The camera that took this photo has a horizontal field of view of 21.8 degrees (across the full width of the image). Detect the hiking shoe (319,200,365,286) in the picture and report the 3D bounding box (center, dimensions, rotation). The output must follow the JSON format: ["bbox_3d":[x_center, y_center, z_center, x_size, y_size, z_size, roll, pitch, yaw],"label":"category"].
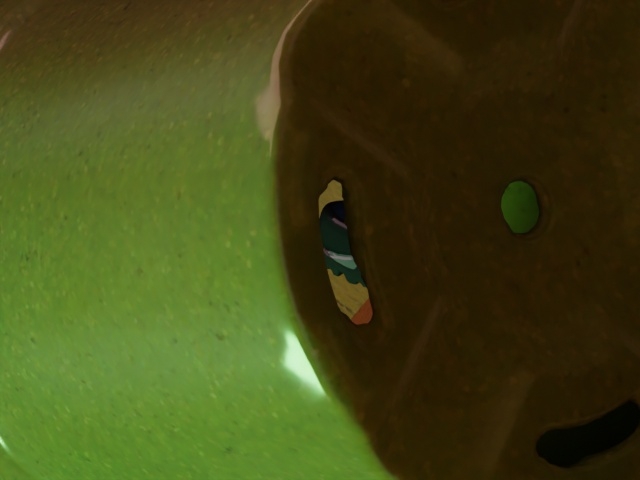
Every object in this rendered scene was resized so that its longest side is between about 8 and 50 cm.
[{"bbox_3d":[0.132,-0.048,1.031,0.304,0.132,0.113,-9,9,25],"label":"hiking shoe"}]

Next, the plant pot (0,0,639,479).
[{"bbox_3d":[0.000,0.000,0.577,0.276,0.276,0.254,-53,23,-23],"label":"plant pot"}]
